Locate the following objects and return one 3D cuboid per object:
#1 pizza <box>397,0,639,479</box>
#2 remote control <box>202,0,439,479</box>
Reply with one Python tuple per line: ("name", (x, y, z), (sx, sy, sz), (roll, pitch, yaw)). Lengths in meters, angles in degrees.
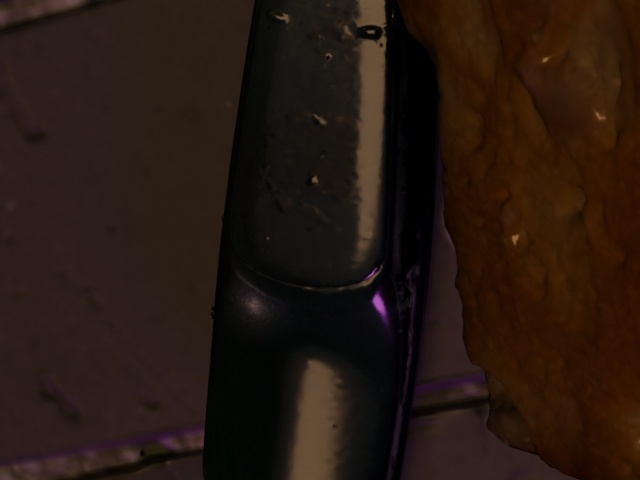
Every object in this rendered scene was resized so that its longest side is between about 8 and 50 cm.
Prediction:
("pizza", (0.127, -0.024, 0.408), (0.409, 0.114, 0.278), (54, 151, 33))
("remote control", (0.000, 0.000, 0.548), (0.072, 0.042, 0.222), (11, 110, 15))
